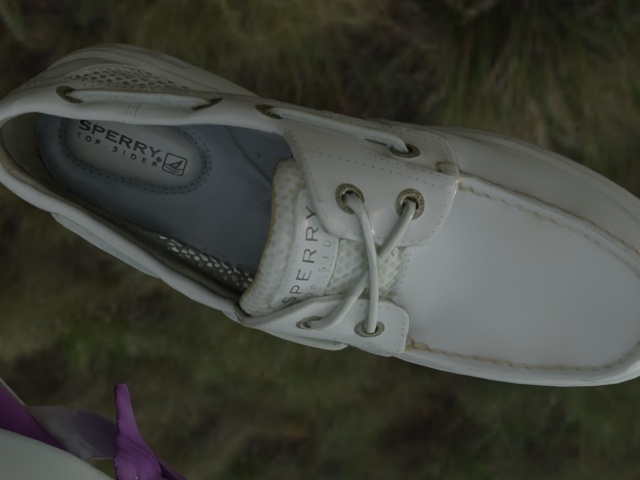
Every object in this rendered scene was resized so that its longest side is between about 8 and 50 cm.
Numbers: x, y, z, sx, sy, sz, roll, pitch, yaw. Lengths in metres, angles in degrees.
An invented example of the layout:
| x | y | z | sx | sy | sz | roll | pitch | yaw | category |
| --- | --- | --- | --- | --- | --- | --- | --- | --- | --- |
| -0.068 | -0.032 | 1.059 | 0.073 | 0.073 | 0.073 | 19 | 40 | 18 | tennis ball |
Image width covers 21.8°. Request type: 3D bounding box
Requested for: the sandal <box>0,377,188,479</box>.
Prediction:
| x | y | z | sx | sy | sz | roll | pitch | yaw | category |
| --- | --- | --- | --- | --- | --- | --- | --- | --- | --- |
| -0.140 | 0.108 | 0.816 | 0.416 | 0.102 | 0.169 | 38 | -163 | 14 | sandal |

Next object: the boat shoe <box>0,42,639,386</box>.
| x | y | z | sx | sy | sz | roll | pitch | yaw | category |
| --- | --- | --- | --- | --- | --- | --- | --- | --- | --- |
| 0.000 | 0.000 | 0.624 | 0.277 | 0.098 | 0.096 | 16 | -163 | 13 | boat shoe |
